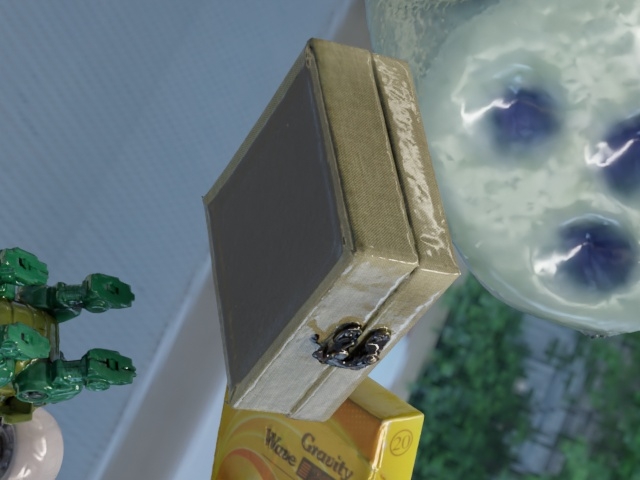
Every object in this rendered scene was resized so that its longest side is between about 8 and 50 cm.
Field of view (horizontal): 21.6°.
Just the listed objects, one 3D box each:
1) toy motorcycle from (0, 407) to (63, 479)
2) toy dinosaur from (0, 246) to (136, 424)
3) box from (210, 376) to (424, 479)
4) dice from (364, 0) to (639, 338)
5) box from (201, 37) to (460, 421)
[{"bbox_3d":[-0.277,0.216,1.242,0.254,0.112,0.112,-57,163,16],"label":"toy motorcycle"},{"bbox_3d":[-0.228,0.057,1.072,0.259,0.153,0.094,31,45,-50],"label":"toy dinosaur"},{"bbox_3d":[-0.020,0.199,1.069,0.043,0.152,0.269,-7,115,-39],"label":"box"},{"bbox_3d":[0.196,-0.124,1.075,0.262,0.265,0.268,60,22,-27],"label":"dice"},{"bbox_3d":[0.000,0.000,0.480,0.079,0.035,0.083,-53,-144,42],"label":"box"}]
